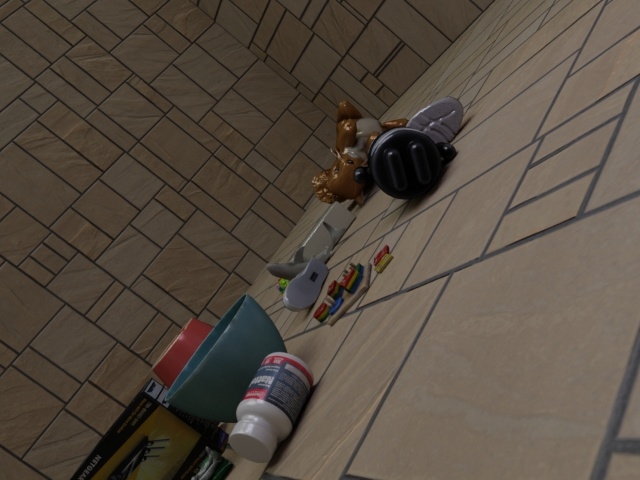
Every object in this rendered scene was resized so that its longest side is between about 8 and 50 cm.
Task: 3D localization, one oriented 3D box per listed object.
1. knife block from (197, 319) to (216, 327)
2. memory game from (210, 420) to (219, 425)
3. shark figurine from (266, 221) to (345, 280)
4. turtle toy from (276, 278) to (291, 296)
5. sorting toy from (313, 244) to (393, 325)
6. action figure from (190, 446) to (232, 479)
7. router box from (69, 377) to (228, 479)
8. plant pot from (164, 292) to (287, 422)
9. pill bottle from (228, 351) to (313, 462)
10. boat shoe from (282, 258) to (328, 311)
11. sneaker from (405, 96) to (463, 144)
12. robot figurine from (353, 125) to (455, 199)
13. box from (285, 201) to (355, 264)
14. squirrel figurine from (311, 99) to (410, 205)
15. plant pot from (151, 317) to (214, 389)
[{"bbox_3d":[-0.343,0.377,2.041,0.088,0.242,0.275,-64,28,-1],"label":"knife block"},{"bbox_3d":[-0.340,0.518,1.529,0.186,0.012,0.186,-35,-25,-19],"label":"memory game"},{"bbox_3d":[-0.016,0.075,1.884,0.278,0.166,0.116,-35,32,-6],"label":"shark figurine"},{"bbox_3d":[-0.123,0.159,2.111,0.095,0.066,0.130,-52,7,-4],"label":"turtle toy"},{"bbox_3d":[0.061,0.105,1.328,0.274,0.046,0.132,-48,8,21],"label":"sorting toy"},{"bbox_3d":[-0.281,0.552,1.209,0.232,0.063,0.137,-58,12,-21],"label":"action figure"},{"bbox_3d":[-0.415,0.528,1.407,0.309,0.243,0.081,-51,7,10],"label":"router box"},{"bbox_3d":[-0.179,0.291,1.297,0.290,0.195,0.290,-51,8,9],"label":"plant pot"},{"bbox_3d":[-0.091,0.303,1.053,0.108,0.108,0.180,-45,10,41],"label":"pill bottle"},{"bbox_3d":[-0.049,0.146,1.693,0.084,0.095,0.258,-52,-4,31],"label":"boat shoe"},{"bbox_3d":[0.275,-0.288,1.638,0.321,0.124,0.180,-48,9,27],"label":"sneaker"},{"bbox_3d":[0.205,-0.194,1.438,0.278,0.209,0.174,-87,20,-77],"label":"robot figurine"},{"bbox_3d":[0.000,0.000,2.032,0.275,0.094,0.113,-53,7,-12],"label":"box"},{"bbox_3d":[0.124,-0.270,2.198,0.397,0.281,0.370,115,176,-53],"label":"squirrel figurine"},{"bbox_3d":[-0.355,0.382,1.756,0.275,0.243,0.275,-50,7,8],"label":"plant pot"}]
